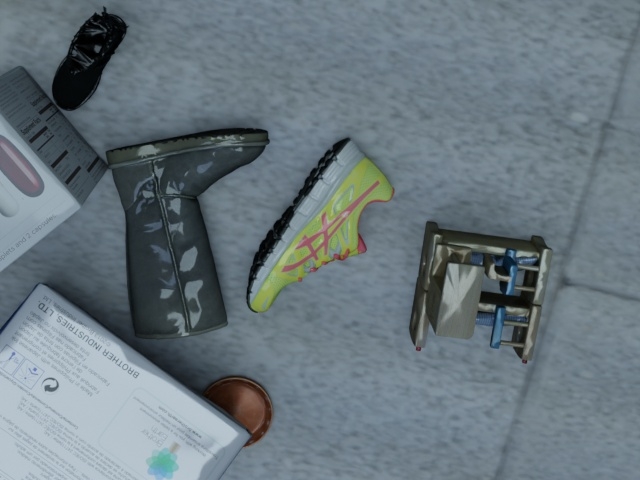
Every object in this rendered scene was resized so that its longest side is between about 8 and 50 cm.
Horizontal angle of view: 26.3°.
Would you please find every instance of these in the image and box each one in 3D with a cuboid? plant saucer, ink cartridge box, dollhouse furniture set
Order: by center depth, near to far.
[{"bbox_3d":[-0.298,0.275,1.392,0.270,0.151,0.395,37,80,-5],"label":"ink cartridge box"},{"bbox_3d":[0.170,0.070,1.406,0.129,0.184,0.129,7,103,-4],"label":"dollhouse furniture set"},{"bbox_3d":[-0.094,0.189,1.511,0.083,0.013,0.083,-1,103,-3],"label":"plant saucer"}]

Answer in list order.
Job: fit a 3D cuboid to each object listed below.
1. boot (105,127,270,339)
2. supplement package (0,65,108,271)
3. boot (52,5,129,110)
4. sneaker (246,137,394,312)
[{"bbox_3d":[-0.127,-0.007,1.433,0.189,0.076,0.208,-9,97,15],"label":"boot"},{"bbox_3d":[-0.366,-0.029,1.352,0.262,0.204,0.145,-38,101,7],"label":"supplement package"},{"bbox_3d":[-0.236,-0.179,1.375,0.045,0.099,0.121,35,99,-8],"label":"boot"},{"bbox_3d":[0.000,0.000,1.437,0.094,0.081,0.208,35,99,-12],"label":"sneaker"}]
